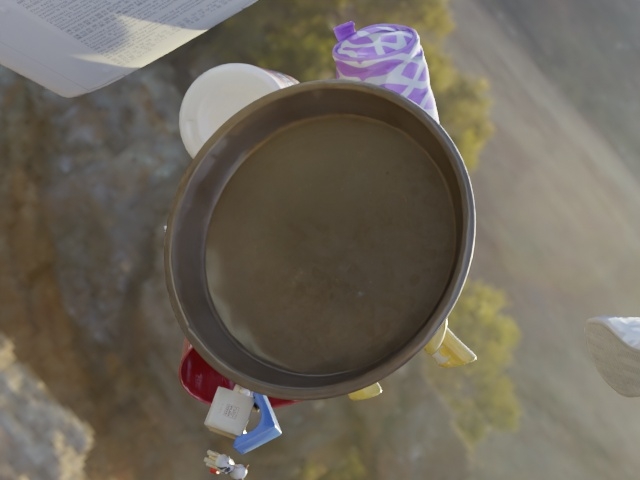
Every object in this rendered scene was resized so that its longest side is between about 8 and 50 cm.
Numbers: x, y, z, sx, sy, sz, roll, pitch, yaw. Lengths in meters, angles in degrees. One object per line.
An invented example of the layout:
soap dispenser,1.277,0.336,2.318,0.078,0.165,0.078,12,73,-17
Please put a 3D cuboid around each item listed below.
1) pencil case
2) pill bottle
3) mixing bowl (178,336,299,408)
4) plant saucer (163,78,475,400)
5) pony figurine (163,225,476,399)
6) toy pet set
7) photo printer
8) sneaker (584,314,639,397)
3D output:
pencil case,0.066,-0.095,1.567,0.088,0.086,0.206,34,-40,55
pill bottle,-0.062,-0.114,1.666,0.108,0.108,0.193,54,11,4
mixing bowl,-0.057,0.081,1.691,0.181,0.181,0.098,36,33,-48
plant saucer,0.000,0.000,1.439,0.278,0.278,0.041,59,10,25
pony figurine,0.009,0.026,2.277,0.303,0.351,0.363,-45,121,-73
toy pet set,-0.062,0.167,1.624,0.065,0.122,0.114,18,-13,11
photo printer,-0.155,-0.220,1.217,0.107,0.256,0.307,64,10,13
sneaker,0.491,0.146,2.337,0.292,0.169,0.108,-155,-131,-68
